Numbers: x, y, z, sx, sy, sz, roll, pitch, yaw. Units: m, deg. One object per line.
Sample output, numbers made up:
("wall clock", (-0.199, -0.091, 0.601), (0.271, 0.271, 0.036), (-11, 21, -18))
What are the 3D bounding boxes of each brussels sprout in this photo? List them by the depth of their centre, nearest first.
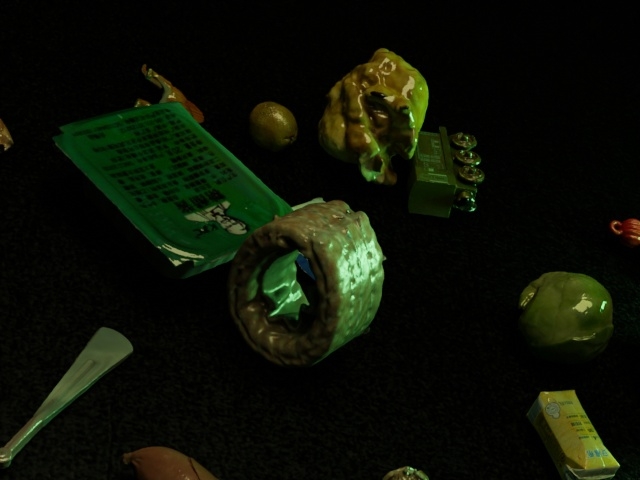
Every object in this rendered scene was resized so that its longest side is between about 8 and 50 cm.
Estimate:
("brussels sprout", (0.406, 0.126, 1.835), (0.145, 0.131, 0.183), (-9, 27, 32))

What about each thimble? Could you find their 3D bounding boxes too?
("thimble", (-0.020, 0.059, 1.592), (0.196, 0.229, 0.148), (22, 30, 27))

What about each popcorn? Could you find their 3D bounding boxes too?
("popcorn", (0.094, -0.223, 2.037), (0.190, 0.191, 0.254), (10, 46, 5))

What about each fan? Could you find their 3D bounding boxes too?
("fan", (-0.323, 0.199, 1.427), (0.057, 0.023, 0.282), (36, 37, 0))

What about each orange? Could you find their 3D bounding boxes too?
("orange", (-0.082, -0.201, 1.990), (0.095, 0.085, 0.085), (32, 37, 25))

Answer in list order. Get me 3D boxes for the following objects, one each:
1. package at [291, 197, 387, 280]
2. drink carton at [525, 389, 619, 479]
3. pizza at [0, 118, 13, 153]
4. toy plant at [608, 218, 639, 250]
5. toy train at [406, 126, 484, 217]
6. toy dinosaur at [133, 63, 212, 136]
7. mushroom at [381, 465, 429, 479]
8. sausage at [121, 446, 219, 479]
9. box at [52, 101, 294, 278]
("package", (0.000, 0.000, 1.842), (0.171, 0.027, 0.173), (43, 37, 23))
("drink carton", (0.377, 0.314, 1.639), (0.084, 0.075, 0.200), (2, 41, -27))
("pizza", (-0.582, -0.179, 1.714), (0.185, 0.052, 0.195), (38, 39, 22))
("toy plant", (0.676, 0.020, 2.152), (0.240, 0.088, 0.155), (-5, 60, -23))
("toy train", (0.224, -0.131, 2.079), (0.137, 0.090, 0.225), (7, 35, -6))
("toy dinosaur", (-0.251, -0.243, 1.975), (0.142, 0.057, 0.212), (23, 37, -22))
("mushroom", (0.150, 0.385, 1.423), (0.092, 0.081, 0.223), (-27, 56, -25))
("sausage", (-0.072, 0.379, 1.300), (0.433, 0.088, 0.088), (40, 39, 19))
("box", (-0.233, -0.065, 1.726), (0.264, 0.106, 0.336), (-23, 58, -44))
